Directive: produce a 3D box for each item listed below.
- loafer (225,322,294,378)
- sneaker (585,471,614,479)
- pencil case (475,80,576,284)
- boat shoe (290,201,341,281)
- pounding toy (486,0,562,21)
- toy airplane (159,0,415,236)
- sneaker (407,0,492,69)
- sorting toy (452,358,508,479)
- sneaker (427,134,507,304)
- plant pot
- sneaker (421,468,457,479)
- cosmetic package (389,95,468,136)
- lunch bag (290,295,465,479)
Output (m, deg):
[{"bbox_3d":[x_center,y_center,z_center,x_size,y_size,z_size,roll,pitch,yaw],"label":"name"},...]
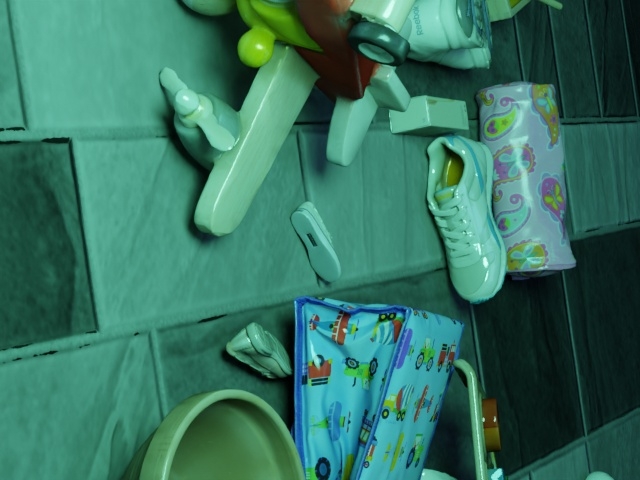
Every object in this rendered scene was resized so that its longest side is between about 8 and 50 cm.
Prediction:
[{"bbox_3d":[-0.065,0.120,1.586,0.045,0.039,0.125,67,7,26],"label":"loafer"},{"bbox_3d":[0.445,0.485,2.251,0.106,0.123,0.290,43,47,-43],"label":"sneaker"},{"bbox_3d":[0.291,-0.084,2.140,0.124,0.124,0.284,-7,90,-59],"label":"pencil case"},{"bbox_3d":[0.000,0.000,1.720,0.100,0.035,0.035,60,40,-20],"label":"boat shoe"},{"bbox_3d":[0.269,-0.376,2.178,0.130,0.100,0.141,-44,120,-53],"label":"pounding toy"},{"bbox_3d":[-0.022,-0.238,1.568,0.386,0.272,0.384,-60,171,-57],"label":"toy airplane"},{"bbox_3d":[0.158,-0.282,1.975,0.297,0.129,0.111,12,70,-76],"label":"sneaker"},{"bbox_3d":[0.208,0.272,1.799,0.307,0.041,0.229,53,28,-74],"label":"sorting toy"},{"bbox_3d":[0.185,-0.028,1.990,0.092,0.087,0.229,12,66,-50],"label":"sneaker"},{"bbox_3d":[-0.117,0.260,1.396,0.237,0.109,0.237,21,65,-55],"label":"plant pot"},{"bbox_3d":[0.152,0.384,1.830,0.115,0.090,0.232,-53,126,-45],"label":"sneaker"},{"bbox_3d":[0.142,-0.162,1.963,0.115,0.060,0.041,-1,83,-60],"label":"cosmetic package"},{"bbox_3d":[0.056,0.220,1.671,0.221,0.138,0.293,19,76,-67],"label":"lunch bag"}]
